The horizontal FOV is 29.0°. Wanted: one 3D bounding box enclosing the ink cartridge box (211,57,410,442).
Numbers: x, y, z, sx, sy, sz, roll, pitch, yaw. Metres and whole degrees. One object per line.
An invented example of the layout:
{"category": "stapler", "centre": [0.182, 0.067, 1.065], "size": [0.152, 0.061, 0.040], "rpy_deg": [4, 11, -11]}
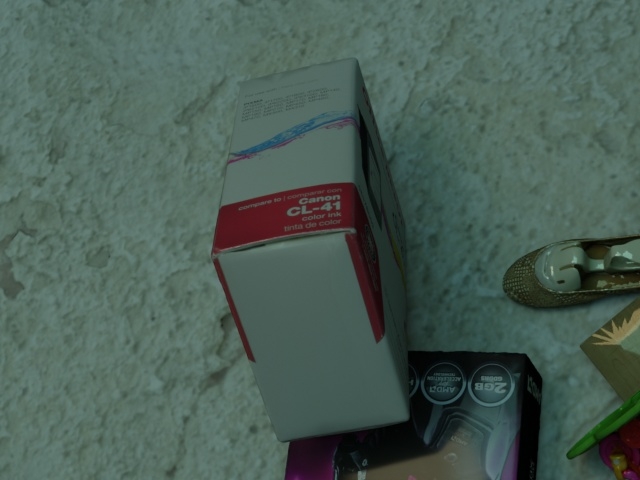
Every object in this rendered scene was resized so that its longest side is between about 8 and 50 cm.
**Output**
{"category": "ink cartridge box", "centre": [0.000, 0.000, 1.160], "size": [0.131, 0.226, 0.306], "rpy_deg": [-10, 35, 11]}

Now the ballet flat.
{"category": "ballet flat", "centre": [0.274, 0.021, 1.202], "size": [0.206, 0.067, 0.073], "rpy_deg": [-9, 64, 18]}

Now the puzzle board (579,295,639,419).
{"category": "puzzle board", "centre": [0.319, 0.118, 1.154], "size": [0.096, 0.011, 0.128], "rpy_deg": [-42, 70, 14]}

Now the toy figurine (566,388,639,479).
{"category": "toy figurine", "centre": [0.327, 0.201, 1.085], "size": [0.159, 0.130, 0.173], "rpy_deg": [50, 126, 11]}

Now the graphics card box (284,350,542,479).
{"category": "graphics card box", "centre": [0.077, 0.287, 1.150], "size": [0.233, 0.094, 0.371], "rpy_deg": [0, 67, 22]}
